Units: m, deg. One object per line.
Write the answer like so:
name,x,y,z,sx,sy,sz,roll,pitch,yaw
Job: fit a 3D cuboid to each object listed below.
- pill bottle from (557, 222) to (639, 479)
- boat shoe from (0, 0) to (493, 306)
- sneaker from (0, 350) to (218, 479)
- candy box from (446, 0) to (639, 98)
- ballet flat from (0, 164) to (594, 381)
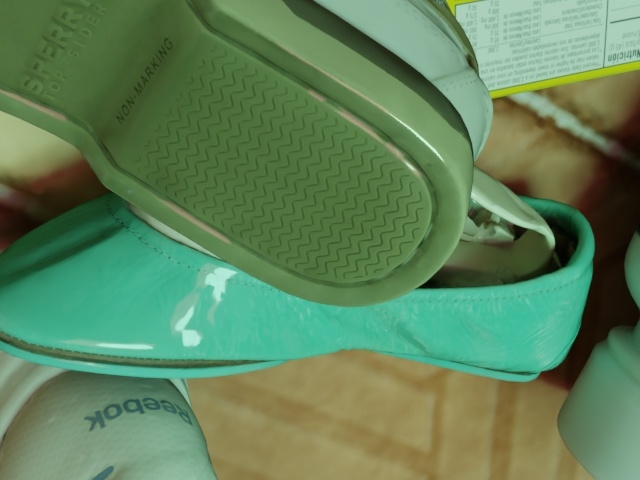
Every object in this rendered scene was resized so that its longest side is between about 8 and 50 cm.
pill bottle,0.223,-0.011,0.525,0.161,0.161,0.283,21,105,-29
boat shoe,-0.078,-0.103,0.387,0.302,0.103,0.113,39,128,-16
sneaker,-0.103,0.176,0.498,0.111,0.129,0.297,1,115,-25
candy box,0.066,-0.105,0.493,0.205,0.027,0.105,-12,121,-17
ballet flat,0.000,0.000,0.484,0.247,0.083,0.087,5,117,-31
